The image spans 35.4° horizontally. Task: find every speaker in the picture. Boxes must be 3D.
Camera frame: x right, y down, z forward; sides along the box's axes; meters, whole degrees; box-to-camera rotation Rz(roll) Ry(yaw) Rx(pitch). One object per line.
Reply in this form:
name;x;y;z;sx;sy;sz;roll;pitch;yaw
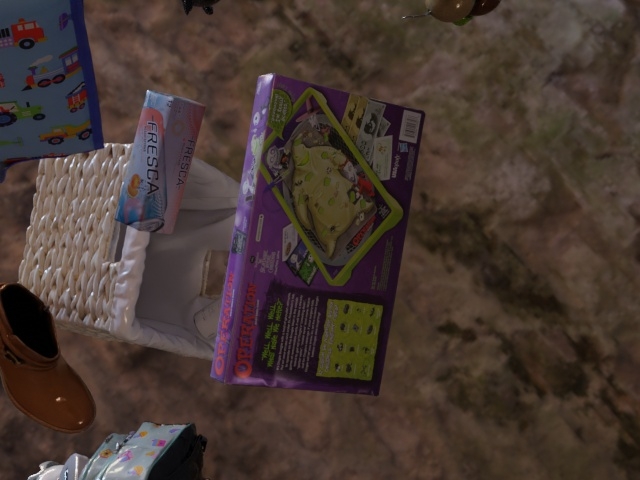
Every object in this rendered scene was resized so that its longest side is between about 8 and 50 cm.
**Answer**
speaker;-0.149;0.114;1.719;0.055;0.136;0.055;48;-160;-24

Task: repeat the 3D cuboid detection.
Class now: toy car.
toy car;0.217;-0.433;1.717;0.188;0.155;0.149;-36;-89;-37

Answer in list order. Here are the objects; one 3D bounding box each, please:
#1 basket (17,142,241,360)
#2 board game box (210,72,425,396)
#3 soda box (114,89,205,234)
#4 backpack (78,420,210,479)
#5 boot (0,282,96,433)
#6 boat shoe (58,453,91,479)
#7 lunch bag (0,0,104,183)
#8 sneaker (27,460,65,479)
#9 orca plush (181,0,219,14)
basket;-0.318;0.022;1.746;0.266;0.328;0.331;4;169;24
board game box;0.000;0.000;1.161;0.208;0.347;0.056;10;180;-33
soda box;-0.214;-0.104;1.339;0.058;0.183;0.063;20;-171;38
backpack;-0.224;0.329;1.262;0.188;0.144;0.166;-65;-29;-73
boot;-0.417;0.177;1.521;0.283;0.109;0.220;57;148;-9
boat shoe;-0.376;0.470;1.650;0.094;0.109;0.302;24;-155;-25
lunch bag;-0.331;-0.156;0.965;0.293;0.220;0.138;96;159;-52
sneaker;-0.548;0.585;1.927;0.146;0.331;0.122;-5;145;44
orca plush;-0.173;-0.447;1.607;0.287;0.102;0.151;-80;-30;-76
